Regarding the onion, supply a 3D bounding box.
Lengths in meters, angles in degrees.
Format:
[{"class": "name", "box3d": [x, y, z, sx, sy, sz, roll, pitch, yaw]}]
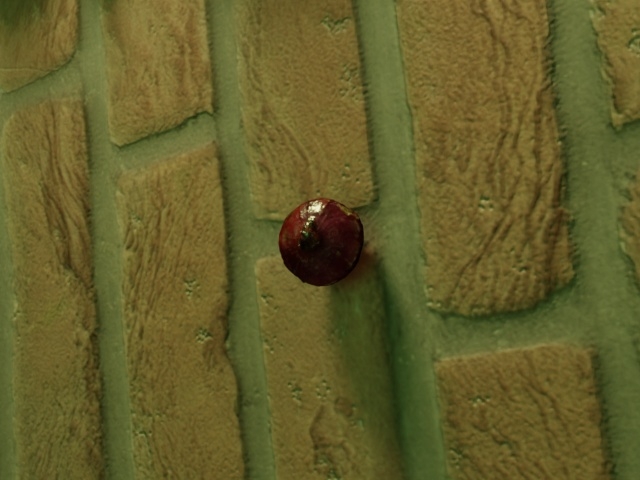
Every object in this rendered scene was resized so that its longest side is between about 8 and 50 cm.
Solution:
[{"class": "onion", "box3d": [0.000, 0.000, 1.226, 0.107, 0.097, 0.107, -8, 72, 24]}]
